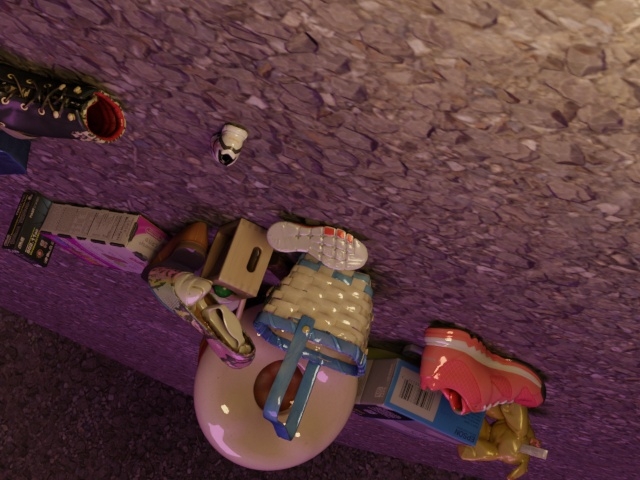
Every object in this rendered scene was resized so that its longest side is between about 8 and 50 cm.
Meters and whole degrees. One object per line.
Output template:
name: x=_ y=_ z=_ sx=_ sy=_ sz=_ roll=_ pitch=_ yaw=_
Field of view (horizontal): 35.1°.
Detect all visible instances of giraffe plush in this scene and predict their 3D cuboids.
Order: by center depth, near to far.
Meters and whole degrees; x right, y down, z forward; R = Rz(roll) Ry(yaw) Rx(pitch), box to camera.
giraffe plush: x=0.417 y=0.431 z=2.232 sx=0.210 sy=0.181 sz=0.170 roll=31 pitch=-179 yaw=25

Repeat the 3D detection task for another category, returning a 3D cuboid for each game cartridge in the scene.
game cartridge: x=0.198 y=0.234 z=2.097 sx=0.056 sy=0.017 sz=0.083 roll=23 pitch=163 yaw=0

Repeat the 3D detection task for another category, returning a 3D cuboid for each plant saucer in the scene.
plant saucer: x=0.160 y=0.287 z=2.267 sx=0.241 sy=0.037 sz=0.241 roll=17 pitch=163 yaw=5

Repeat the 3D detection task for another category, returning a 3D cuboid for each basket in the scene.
basket: x=-0.020 y=0.187 z=1.709 sx=0.201 sy=0.289 sz=0.255 roll=16 pitch=161 yaw=8

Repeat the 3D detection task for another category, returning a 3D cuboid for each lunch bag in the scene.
lunch bag: x=-0.497 y=-0.148 z=1.584 sx=0.067 sy=0.065 sz=0.098 roll=0 pitch=158 yaw=10

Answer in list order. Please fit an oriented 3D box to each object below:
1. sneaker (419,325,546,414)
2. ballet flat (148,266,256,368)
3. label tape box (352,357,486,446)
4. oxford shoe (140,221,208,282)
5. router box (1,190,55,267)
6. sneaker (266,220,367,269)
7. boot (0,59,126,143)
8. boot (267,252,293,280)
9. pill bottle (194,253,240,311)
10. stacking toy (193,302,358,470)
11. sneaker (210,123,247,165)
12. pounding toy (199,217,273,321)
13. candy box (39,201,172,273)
sneaker: x=0.294 y=0.272 z=1.899 sx=0.314 sy=0.136 sz=0.116 roll=29 pitch=162 yaw=-30
ballet flat: x=-0.182 y=0.112 z=1.627 sx=0.221 sy=0.077 sz=0.079 roll=47 pitch=138 yaw=0
label tape box: x=0.158 y=0.352 z=2.214 sx=0.249 sy=0.115 sz=0.347 roll=27 pitch=160 yaw=-24
oxford shoe: x=-0.251 y=0.029 z=1.793 sx=0.076 sy=0.076 sz=0.212 roll=29 pitch=145 yaw=-23
router box: x=-0.546 y=-0.021 z=1.933 sx=0.038 sy=0.122 sz=0.092 roll=3 pitch=158 yaw=32
sneaker: x=0.000 y=0.000 z=1.542 sx=0.157 sy=0.061 sz=0.065 roll=17 pitch=-170 yaw=10
boot: x=-0.377 y=-0.190 z=1.286 sx=0.178 sy=0.085 sz=0.236 roll=8 pitch=166 yaw=27
boot: x=-0.093 y=0.048 z=1.806 sx=0.106 sy=0.037 sz=0.114 roll=13 pitch=167 yaw=27
pill bottle: x=-0.211 y=0.088 z=1.913 sx=0.117 sy=0.117 sz=0.215 roll=25 pitch=162 yaw=-17
stacking toy: x=-0.160 y=0.265 z=2.202 sx=0.350 sy=0.351 sz=0.480 roll=27 pitch=177 yaw=-24
sneaker: x=-0.125 y=-0.115 z=1.308 sx=0.040 sy=0.044 sz=0.109 roll=20 pitch=165 yaw=-9
pounding toy: x=-0.135 y=0.055 z=1.682 sx=0.100 sy=0.141 sz=0.130 roll=26 pitch=162 yaw=-21
candy box: x=-0.393 y=0.001 z=1.921 sx=0.233 sy=0.071 sz=0.159 roll=9 pitch=161 yaw=32
